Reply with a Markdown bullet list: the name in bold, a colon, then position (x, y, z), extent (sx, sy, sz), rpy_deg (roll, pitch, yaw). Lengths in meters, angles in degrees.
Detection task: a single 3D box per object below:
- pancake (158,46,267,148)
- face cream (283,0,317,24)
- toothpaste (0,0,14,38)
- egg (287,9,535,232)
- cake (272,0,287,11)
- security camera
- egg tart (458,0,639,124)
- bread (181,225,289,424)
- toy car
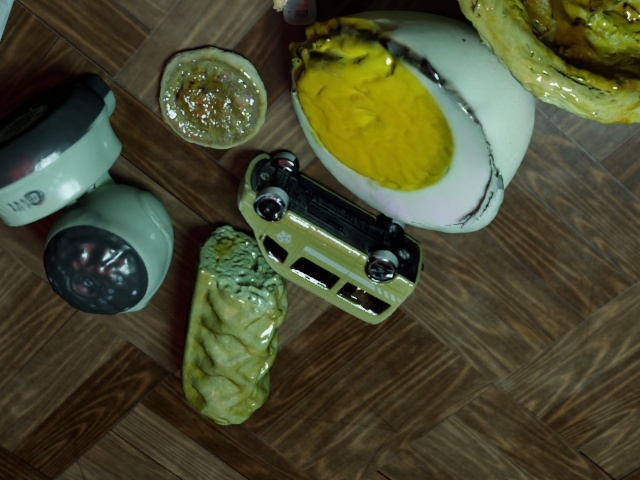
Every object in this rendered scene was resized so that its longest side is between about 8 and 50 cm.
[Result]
- **pancake**: position (-0.131, -0.174, 1.336), extent (0.139, 0.022, 0.139), rpy_deg (4, 123, 6)
- **face cream**: position (-0.025, -0.288, 1.244), extent (0.040, 0.021, 0.083), rpy_deg (2, 123, 8)
- **toothpaste**: position (-0.385, -0.307, 1.264), extent (0.100, 0.066, 0.323), rpy_deg (24, 123, -19)
- **egg**: position (0.111, -0.157, 1.226), extent (0.286, 0.174, 0.264), rpy_deg (21, 143, 28)
- **cake**: position (0.001, -0.354, 1.132), extent (0.090, 0.109, 0.225), rpy_deg (34, 115, -11)
- **security camera**: position (-0.294, -0.036, 1.356), extent (0.197, 0.191, 0.277), rpy_deg (-22, 117, 21)
- **egg tart**: position (0.251, -0.242, 1.114), extent (0.290, 0.290, 0.115), rpy_deg (32, 154, -11)
- **bread**: position (-0.120, 0.127, 1.458), extent (0.130, 0.152, 0.267), rpy_deg (1, 127, -17)
- **toy car**: position (0.000, 0.000, 1.380), extent (0.257, 0.101, 0.124), rpy_deg (29, 126, -11)
